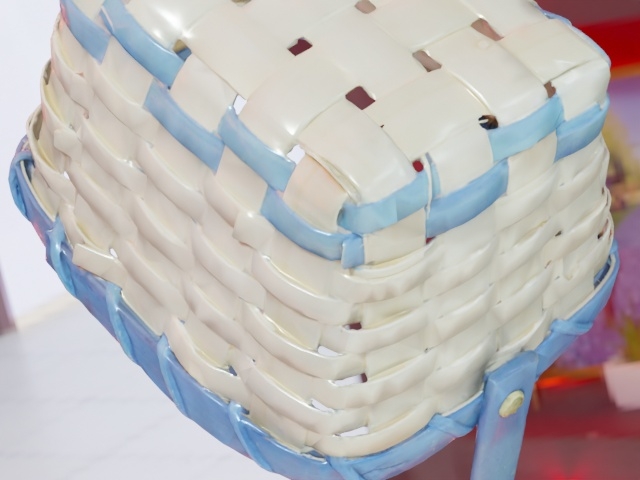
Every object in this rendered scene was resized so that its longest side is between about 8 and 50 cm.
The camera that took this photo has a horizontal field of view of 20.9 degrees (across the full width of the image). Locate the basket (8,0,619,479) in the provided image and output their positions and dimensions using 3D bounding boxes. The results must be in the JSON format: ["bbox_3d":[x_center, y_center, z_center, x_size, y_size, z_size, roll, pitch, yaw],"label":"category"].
[{"bbox_3d":[0.000,0.000,0.721,0.201,0.289,0.255,-29,61,-31],"label":"basket"}]
